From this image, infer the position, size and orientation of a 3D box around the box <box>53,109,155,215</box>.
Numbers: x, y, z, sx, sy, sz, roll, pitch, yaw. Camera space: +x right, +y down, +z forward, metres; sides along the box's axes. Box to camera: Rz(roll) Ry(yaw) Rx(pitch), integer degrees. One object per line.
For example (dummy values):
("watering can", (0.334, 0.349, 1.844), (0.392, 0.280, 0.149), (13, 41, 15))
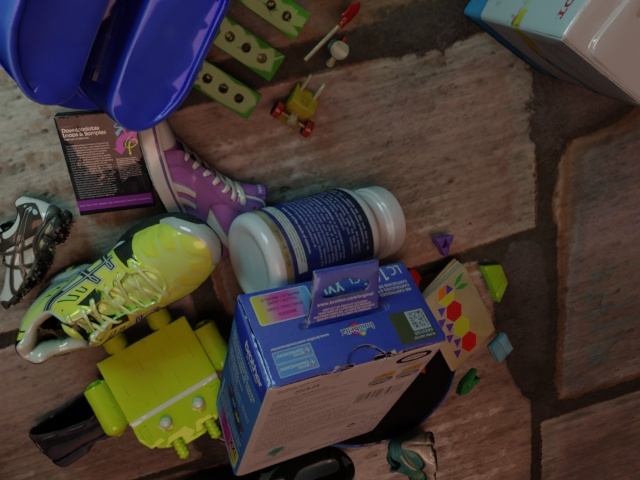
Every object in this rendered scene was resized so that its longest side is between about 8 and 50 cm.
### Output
("box", (-0.329, -0.122, 0.842), (0.116, 0.029, 0.162), (-8, 121, -10))

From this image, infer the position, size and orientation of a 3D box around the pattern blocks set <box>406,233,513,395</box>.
("pattern blocks set", (0.262, 0.144, 1.067), (0.286, 0.026, 0.324), (-29, 108, -23))

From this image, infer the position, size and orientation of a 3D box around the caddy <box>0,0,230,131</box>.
("caddy", (-0.264, -0.307, 0.674), (0.241, 0.179, 0.341), (13, 116, -44))

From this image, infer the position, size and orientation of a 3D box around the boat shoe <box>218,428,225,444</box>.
("boat shoe", (-0.156, 0.429, 1.176), (0.137, 0.049, 0.043), (5, 119, -21))

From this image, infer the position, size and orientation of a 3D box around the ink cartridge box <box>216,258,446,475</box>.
("ink cartridge box", (0.003, 0.186, 0.825), (0.270, 0.151, 0.395), (-10, 146, -25))

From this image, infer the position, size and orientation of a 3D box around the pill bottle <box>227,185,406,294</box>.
("pill bottle", (0.000, 0.000, 0.877), (0.265, 0.153, 0.153), (-19, 124, -31))

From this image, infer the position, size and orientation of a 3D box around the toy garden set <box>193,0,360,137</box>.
("toy garden set", (-0.053, -0.291, 0.806), (0.204, 0.049, 0.244), (28, 108, -23))

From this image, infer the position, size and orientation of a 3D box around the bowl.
("bowl", (0.100, 0.279, 1.137), (0.392, 0.077, 0.390), (-6, 120, -10))

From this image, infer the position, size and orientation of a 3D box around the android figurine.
("android figurine", (-0.274, 0.247, 0.960), (0.248, 0.056, 0.272), (-27, 89, -15))

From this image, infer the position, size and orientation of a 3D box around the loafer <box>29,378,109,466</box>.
("loafer", (-0.419, 0.314, 1.018), (0.303, 0.109, 0.095), (-39, 115, 12))

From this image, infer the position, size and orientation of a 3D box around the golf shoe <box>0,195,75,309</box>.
("golf shoe", (-0.475, 0.017, 0.866), (0.094, 0.077, 0.198), (32, 103, -11))

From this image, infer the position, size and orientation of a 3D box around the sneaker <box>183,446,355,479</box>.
("sneaker", (-0.134, 0.643, 1.226), (0.448, 0.169, 0.257), (-9, 118, -11))

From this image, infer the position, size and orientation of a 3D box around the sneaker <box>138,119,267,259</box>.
("sneaker", (-0.174, -0.095, 0.860), (0.161, 0.102, 0.282), (-21, 132, -6))

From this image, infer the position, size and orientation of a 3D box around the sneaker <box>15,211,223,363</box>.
("sneaker", (-0.308, 0.089, 0.842), (0.385, 0.147, 0.145), (-28, 120, 23))

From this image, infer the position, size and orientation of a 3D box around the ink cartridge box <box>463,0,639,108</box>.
("ink cartridge box", (0.380, -0.336, 0.753), (0.197, 0.270, 0.198), (25, 110, -24))

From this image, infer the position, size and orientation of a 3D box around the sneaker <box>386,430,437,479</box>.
("sneaker", (0.206, 0.495, 1.245), (0.110, 0.107, 0.275), (-5, 144, 7))
